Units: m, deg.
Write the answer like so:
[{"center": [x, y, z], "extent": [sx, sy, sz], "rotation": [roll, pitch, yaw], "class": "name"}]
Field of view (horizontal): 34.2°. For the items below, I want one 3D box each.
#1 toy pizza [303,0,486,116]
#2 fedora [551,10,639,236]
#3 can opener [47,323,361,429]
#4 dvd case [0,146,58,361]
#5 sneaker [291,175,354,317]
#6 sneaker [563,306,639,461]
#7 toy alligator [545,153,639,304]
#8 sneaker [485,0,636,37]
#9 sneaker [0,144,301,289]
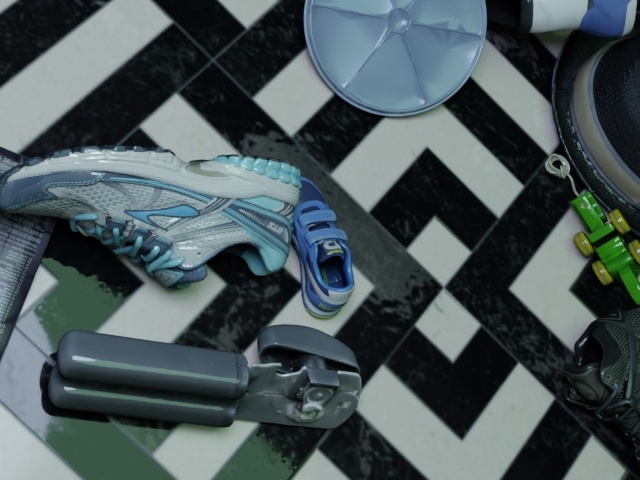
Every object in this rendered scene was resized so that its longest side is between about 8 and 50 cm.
[{"center": [0.079, -0.233, 1.105], "extent": [0.201, 0.032, 0.201], "rotation": [-2, 98, -12], "class": "toy pizza"}, {"center": [0.437, -0.148, 1.189], "extent": [0.334, 0.152, 0.334], "rotation": [7, 70, -21], "class": "fedora"}, {"center": [-0.097, 0.116, 0.939], "extent": [0.283, 0.076, 0.095], "rotation": [11, 37, -19], "class": "can opener"}, {"center": [-0.327, 0.010, 0.893], "extent": [0.164, 0.018, 0.221], "rotation": [23, 65, -16], "class": "dvd case"}, {"center": [0.000, 0.000, 1.010], "extent": [0.053, 0.059, 0.144], "rotation": [-14, 78, -24], "class": "sneaker"}, {"center": [0.323, 0.183, 1.072], "extent": [0.130, 0.087, 0.228], "rotation": [-7, 72, -22], "class": "sneaker"}, {"center": [0.310, -0.014, 1.154], "extent": [0.190, 0.056, 0.051], "rotation": [61, 18, 14], "class": "toy alligator"}, {"center": [0.219, -0.352, 1.169], "extent": [0.182, 0.127, 0.316], "rotation": [-11, 63, -6], "class": "sneaker"}, {"center": [-0.145, -0.018, 0.925], "extent": [0.283, 0.110, 0.122], "rotation": [1, 86, -25], "class": "sneaker"}]
